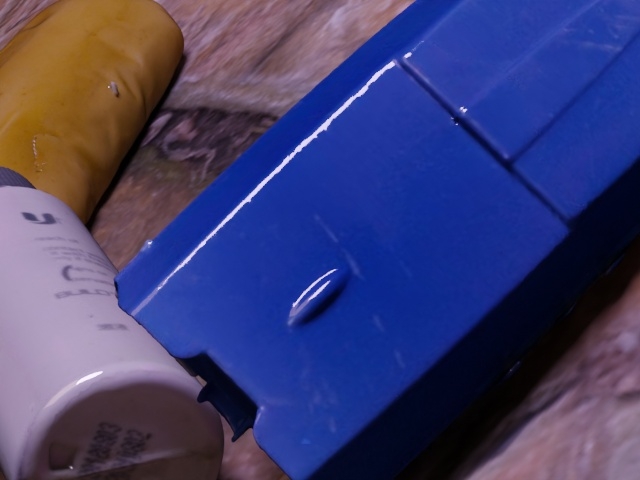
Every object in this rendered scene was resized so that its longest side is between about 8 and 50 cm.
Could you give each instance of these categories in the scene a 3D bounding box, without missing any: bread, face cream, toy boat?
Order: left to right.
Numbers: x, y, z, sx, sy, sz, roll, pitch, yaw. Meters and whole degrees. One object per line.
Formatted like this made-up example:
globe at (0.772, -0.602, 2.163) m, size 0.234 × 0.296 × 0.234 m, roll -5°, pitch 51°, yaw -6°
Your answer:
bread at (-0.186, -0.052, 1.077) m, size 0.142 × 0.091 × 0.305 m, roll -28°, pitch 26°, yaw 35°
face cream at (-0.137, 0.034, 0.822) m, size 0.092 × 0.092 × 0.311 m, roll -42°, pitch 32°, yaw -4°
toy boat at (0.065, -0.032, 0.667) m, size 0.295 × 0.129 × 0.088 m, roll -44°, pitch -8°, yaw -14°
